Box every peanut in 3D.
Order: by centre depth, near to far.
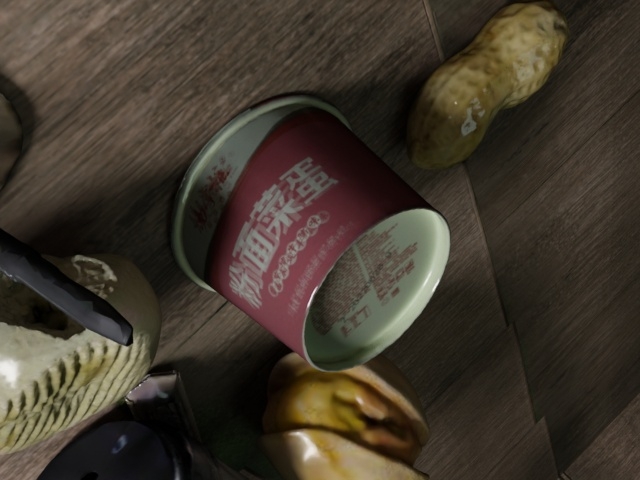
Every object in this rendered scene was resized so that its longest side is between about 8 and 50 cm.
[{"bbox_3d":[0.178,-0.171,0.782,0.229,0.098,0.103,-43,117,-2],"label":"peanut"}]

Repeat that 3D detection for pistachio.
[{"bbox_3d":[0.032,0.262,0.943,0.230,0.230,0.309,-43,140,-7],"label":"pistachio"}]

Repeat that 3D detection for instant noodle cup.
[{"bbox_3d":[0.000,0.000,0.684,0.235,0.178,0.235,-27,138,-28],"label":"instant noodle cup"}]

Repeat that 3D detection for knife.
[{"bbox_3d":[-0.175,0.281,0.880,0.089,0.043,0.365,-30,140,-27],"label":"knife"}]

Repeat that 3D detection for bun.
[{"bbox_3d":[-0.220,0.073,0.551,0.178,0.128,0.193,-16,157,-41],"label":"bun"}]

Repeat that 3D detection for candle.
[{"bbox_3d":[-0.144,0.350,0.778,0.221,0.221,0.342,-44,130,-6],"label":"candle"}]

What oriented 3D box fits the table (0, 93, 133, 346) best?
[{"bbox_3d":[-0.291,0.050,0.368,0.317,0.249,0.317,-27,139,-26],"label":"table"}]
